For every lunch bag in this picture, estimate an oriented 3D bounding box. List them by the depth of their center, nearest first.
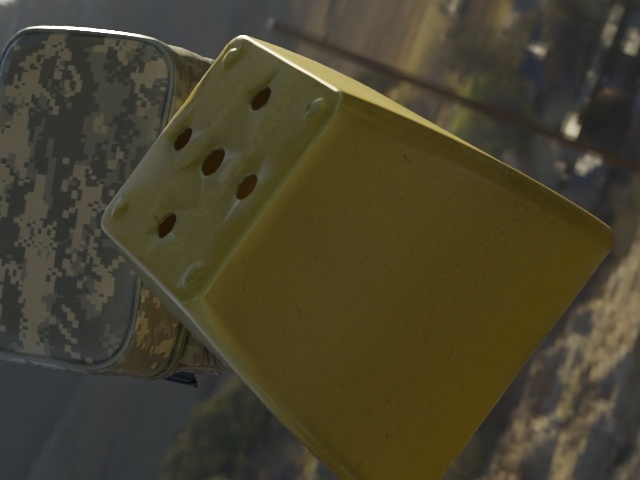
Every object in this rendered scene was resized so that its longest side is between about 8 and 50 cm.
[{"bbox_3d":[-0.156,-0.028,1.488,0.256,0.212,0.305,16,-98,-62],"label":"lunch bag"}]

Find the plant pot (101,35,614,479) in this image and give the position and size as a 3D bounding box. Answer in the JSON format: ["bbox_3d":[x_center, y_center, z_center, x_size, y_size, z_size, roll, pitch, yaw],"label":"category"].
[{"bbox_3d":[0.000,0.000,0.994,0.212,0.187,0.212,-53,34,0],"label":"plant pot"}]
